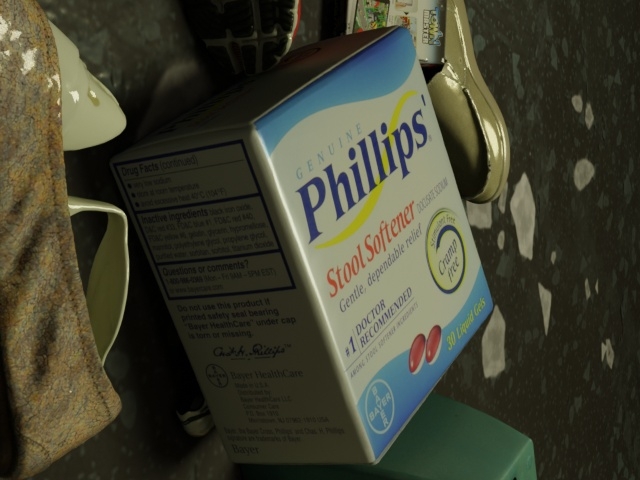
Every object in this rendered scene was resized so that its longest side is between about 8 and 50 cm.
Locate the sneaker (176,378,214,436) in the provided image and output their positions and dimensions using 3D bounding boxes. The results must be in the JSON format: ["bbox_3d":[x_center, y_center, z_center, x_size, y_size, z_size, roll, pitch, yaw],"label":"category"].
[{"bbox_3d":[-0.094,0.125,0.990,0.037,0.032,0.083,60,43,-42],"label":"sneaker"}]

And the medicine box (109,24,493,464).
[{"bbox_3d":[0.000,0.000,0.991,0.263,0.149,0.289,-42,119,-50],"label":"medicine box"}]

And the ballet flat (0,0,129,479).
[{"bbox_3d":[-0.156,-0.028,0.614,0.106,0.107,0.316,-15,116,-34],"label":"ballet flat"}]

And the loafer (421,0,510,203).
[{"bbox_3d":[0.126,-0.159,1.276,0.092,0.102,0.268,-28,104,-39],"label":"loafer"}]

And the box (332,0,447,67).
[{"bbox_3d":[0.073,-0.282,1.172,0.114,0.036,0.207,3,90,-23],"label":"box"}]

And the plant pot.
[{"bbox_3d":[0.076,0.236,1.086,0.165,0.234,0.165,-36,122,-52],"label":"plant pot"}]

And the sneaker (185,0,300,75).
[{"bbox_3d":[-0.053,-0.279,0.962,0.118,0.107,0.279,-36,124,-61],"label":"sneaker"}]
